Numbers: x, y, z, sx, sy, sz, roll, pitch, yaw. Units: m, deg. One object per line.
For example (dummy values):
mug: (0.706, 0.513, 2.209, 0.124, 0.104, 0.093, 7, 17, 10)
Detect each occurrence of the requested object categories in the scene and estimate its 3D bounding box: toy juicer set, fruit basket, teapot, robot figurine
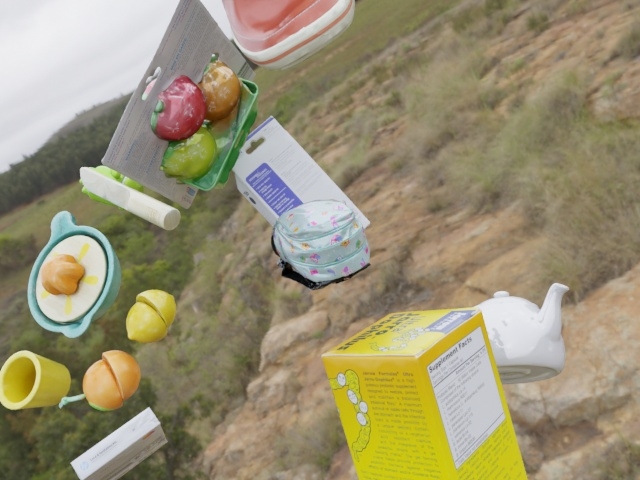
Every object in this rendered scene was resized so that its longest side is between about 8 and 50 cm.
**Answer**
toy juicer set: (-0.271, 0.048, 0.774, 0.210, 0.328, 0.089, 1, -18, 25)
fruit basket: (-0.255, -0.242, 1.187, 0.166, 0.326, 0.353, 23, -3, 20)
teapot: (0.396, 0.203, 1.383, 0.256, 0.186, 0.252, -4, -24, 8)
robot figurine: (-0.377, -0.097, 1.165, 0.115, 0.101, 0.067, 14, 50, 4)

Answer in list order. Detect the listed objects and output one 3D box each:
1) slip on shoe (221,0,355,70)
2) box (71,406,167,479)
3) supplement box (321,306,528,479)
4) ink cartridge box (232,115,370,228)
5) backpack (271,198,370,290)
slip on shoe: (-0.060, -0.276, 0.617, 0.123, 0.101, 0.331, -31, 49, 13)
box: (-0.340, 0.365, 1.100, 0.145, 0.038, 0.186, -34, -15, -22)
supplement box: (0.176, 0.309, 1.018, 0.195, 0.356, 0.194, -11, 8, 44)
ink cartridge box: (-0.058, -0.102, 1.428, 0.165, 0.332, 0.065, -43, 5, -20)
backpack: (0.000, 0.000, 0.988, 0.152, 0.115, 0.182, -29, 22, -8)
